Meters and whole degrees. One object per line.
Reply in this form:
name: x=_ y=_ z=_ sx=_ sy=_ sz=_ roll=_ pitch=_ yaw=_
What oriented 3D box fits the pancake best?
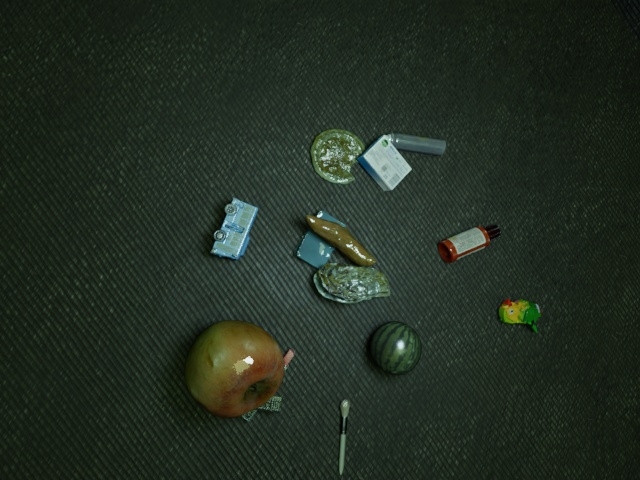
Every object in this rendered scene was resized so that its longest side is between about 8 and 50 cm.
pancake: x=0.077 y=-0.362 z=1.775 sx=0.254 sy=0.037 sz=0.253 roll=1 pitch=87 yaw=-14

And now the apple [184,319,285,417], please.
apple: x=-0.308 y=0.446 z=1.493 sx=0.339 sy=0.305 sz=0.338 roll=-22 pitch=132 yaw=-28

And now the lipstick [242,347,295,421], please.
lipstick: x=-0.199 y=0.559 z=1.633 sx=0.051 sy=0.051 sz=0.312 roll=39 pitch=78 yaw=0

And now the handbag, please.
handbag: x=0.000 y=0.000 z=1.724 sx=0.144 sy=0.057 sz=0.220 roll=30 pitch=79 yaw=-15

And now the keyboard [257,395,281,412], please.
keyboard: x=-0.250 y=0.612 z=1.586 sx=0.198 sy=0.010 sz=0.063 roll=9 pitch=80 yaw=-3

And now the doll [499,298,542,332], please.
doll: x=0.884 y=0.328 z=1.848 sx=0.187 sy=0.106 sz=0.134 roll=12 pitch=94 yaw=-10

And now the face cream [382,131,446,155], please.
face cream: x=0.408 y=-0.427 z=1.830 sx=0.284 sy=0.073 sz=0.073 roll=5 pitch=84 yaw=-11

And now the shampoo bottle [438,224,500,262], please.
shampoo bottle: x=0.663 y=0.003 z=1.831 sx=0.279 sy=0.104 sz=0.104 roll=-21 pitch=90 yaw=-13

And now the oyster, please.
oyster: x=0.148 y=0.182 z=1.695 sx=0.352 sy=0.158 sz=0.162 roll=11 pitch=81 yaw=-23

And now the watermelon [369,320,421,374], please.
watermelon: x=0.303 y=0.429 z=1.671 sx=0.213 sy=0.212 sz=0.211 roll=1 pitch=85 yaw=-12

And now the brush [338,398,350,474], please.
brush: x=0.095 y=0.794 z=1.681 sx=0.042 sy=0.039 sz=0.298 roll=3 pitch=86 yaw=-12

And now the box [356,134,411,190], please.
box: x=0.272 y=-0.328 z=1.778 sx=0.139 sy=0.073 sz=0.194 roll=-46 pitch=105 yaw=-13

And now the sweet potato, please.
sweet potato: x=0.075 y=-0.013 z=1.667 sx=0.342 sy=0.114 sz=0.092 roll=36 pitch=102 yaw=-15

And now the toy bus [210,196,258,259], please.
toy bus: x=-0.336 y=-0.036 z=1.623 sx=0.134 sy=0.116 sz=0.233 roll=22 pitch=79 yaw=-12
